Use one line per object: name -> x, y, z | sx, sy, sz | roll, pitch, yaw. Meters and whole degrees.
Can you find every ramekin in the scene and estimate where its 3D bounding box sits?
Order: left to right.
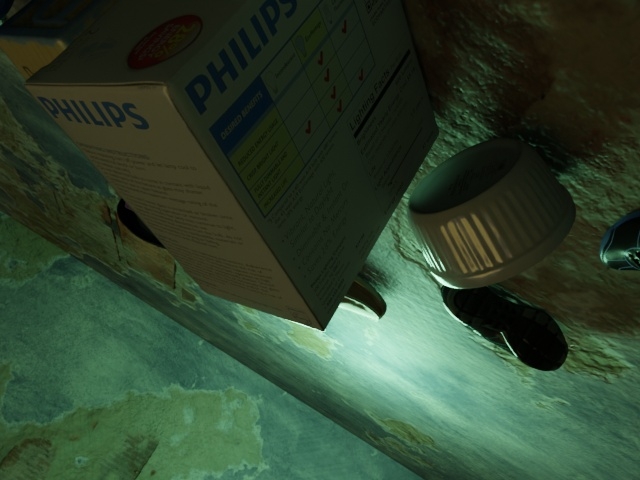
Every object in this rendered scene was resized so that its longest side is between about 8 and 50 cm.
ramekin -> 0.212, -0.045, 0.791 | 0.207, 0.207, 0.109 | -7, 124, 53

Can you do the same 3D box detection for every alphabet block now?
alphabet block -> -0.361, -0.304, 0.982 | 0.194, 0.192, 0.197 | 17, 149, 33

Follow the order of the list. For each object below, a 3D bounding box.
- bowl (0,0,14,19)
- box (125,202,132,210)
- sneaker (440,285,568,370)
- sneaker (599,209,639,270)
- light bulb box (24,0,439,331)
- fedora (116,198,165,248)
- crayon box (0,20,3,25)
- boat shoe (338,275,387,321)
bowl -> -0.609, -0.474, 0.863 | 0.391, 0.077, 0.391 | 17, 135, 17
box -> -0.148, -0.096, 0.995 | 0.201, 0.293, 0.057 | 30, 131, 5
sneaker -> 0.343, 0.150, 1.132 | 0.267, 0.101, 0.106 | 33, 176, -4
sneaker -> 0.436, 0.008, 0.750 | 0.081, 0.090, 0.232 | 35, 154, -6
light bulb box -> -0.059, -0.153, 0.715 | 0.225, 0.357, 0.361 | 11, 146, 35
fedora -> -0.238, -0.101, 1.198 | 0.334, 0.334, 0.152 | 22, 119, 21
crayon box -> -0.771, -0.565, 1.073 | 0.313, 0.106, 0.363 | 33, 153, 1
boat shoe -> -0.004, 0.116, 1.401 | 0.325, 0.116, 0.123 | 25, 153, 16
